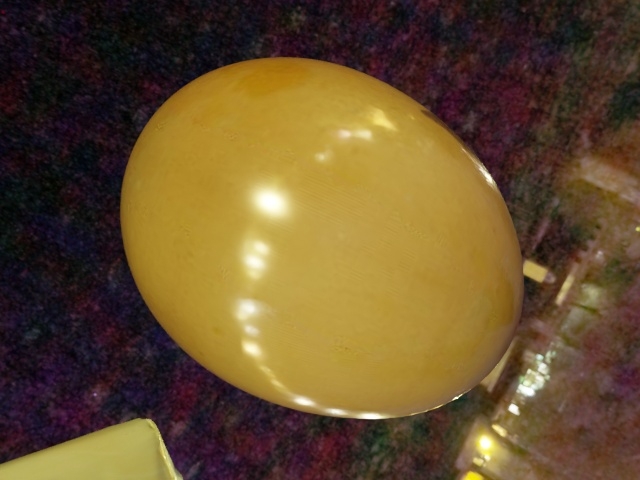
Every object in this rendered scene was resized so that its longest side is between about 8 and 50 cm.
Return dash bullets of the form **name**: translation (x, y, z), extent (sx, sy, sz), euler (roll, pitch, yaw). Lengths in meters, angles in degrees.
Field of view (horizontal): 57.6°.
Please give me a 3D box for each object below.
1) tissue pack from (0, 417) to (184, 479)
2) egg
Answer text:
- **tissue pack**: translation (-0.351, 0.348, 0.510), extent (0.332, 0.205, 0.405), euler (-44, 156, 29)
- **egg**: translation (0.000, 0.000, 0.531), extent (0.301, 0.374, 0.301), euler (-54, 164, -24)
